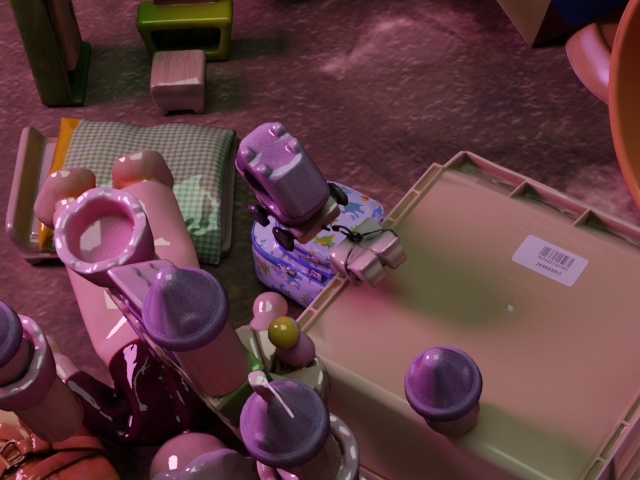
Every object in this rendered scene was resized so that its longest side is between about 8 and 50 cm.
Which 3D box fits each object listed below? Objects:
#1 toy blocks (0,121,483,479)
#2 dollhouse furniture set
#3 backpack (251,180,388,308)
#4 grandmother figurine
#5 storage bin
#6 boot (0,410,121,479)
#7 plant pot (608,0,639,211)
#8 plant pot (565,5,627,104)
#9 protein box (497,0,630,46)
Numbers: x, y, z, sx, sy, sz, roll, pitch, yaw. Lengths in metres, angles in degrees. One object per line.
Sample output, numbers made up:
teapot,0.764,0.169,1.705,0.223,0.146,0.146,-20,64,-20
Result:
toy blocks,-0.066,0.057,1.008,0.309,0.260,0.288,-41,60,-11
dollhouse furniture set,-0.181,-0.136,1.392,0.198,0.151,0.301,-2,50,2
backpack,0.000,0.000,1.307,0.114,0.084,0.105,24,53,26
grandmother figurine,-0.123,0.090,1.214,0.208,0.104,0.342,-18,60,-1
storage bin,0.146,0.086,1.197,0.262,0.123,0.260,26,56,25
boot,-0.264,0.179,1.186,0.197,0.073,0.152,-29,58,-16
plant pot,0.411,-0.119,1.267,0.203,0.291,0.291,-16,48,-30
plant pot,0.358,-0.202,1.485,0.236,0.032,0.236,-3,50,3
protein box,0.211,-0.341,1.481,0.136,0.200,0.201,-23,44,24
